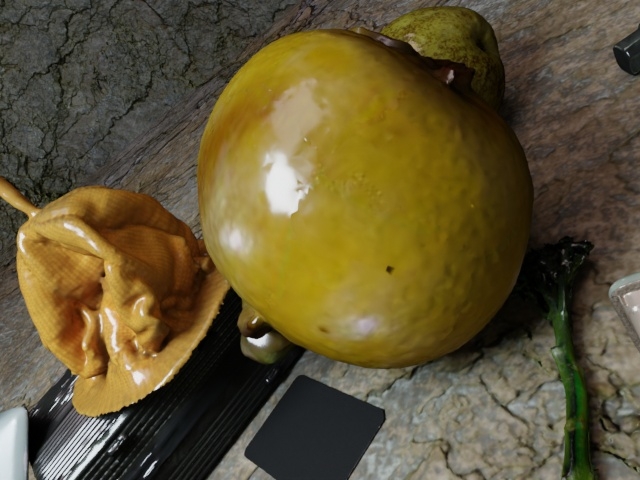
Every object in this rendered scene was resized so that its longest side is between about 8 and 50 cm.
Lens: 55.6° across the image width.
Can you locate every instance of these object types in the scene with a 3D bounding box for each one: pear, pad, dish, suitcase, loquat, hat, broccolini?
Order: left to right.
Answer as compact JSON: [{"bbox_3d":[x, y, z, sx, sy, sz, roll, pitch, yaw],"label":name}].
[{"bbox_3d":[-0.387,0.319,0.686,0.182,0.080,0.243,-26,65,51],"label":"dish"},{"bbox_3d":[-0.250,0.020,0.628,0.244,0.233,0.233,-31,32,17],"label":"hat"},{"bbox_3d":[-0.195,0.167,0.749,0.335,0.152,0.229,-50,29,-17],"label":"suitcase"},{"bbox_3d":[-0.010,0.203,0.634,0.157,0.003,0.112,7,54,54],"label":"pad"},{"bbox_3d":[0.029,-0.018,0.585,0.359,0.328,0.328,-58,25,15],"label":"loquat"},{"bbox_3d":[0.160,-0.219,0.829,0.197,0.197,0.197,-30,30,19],"label":"pear"},{"bbox_3d":[0.195,0.087,0.499,0.254,0.057,0.071,-71,-2,-47],"label":"broccolini"}]

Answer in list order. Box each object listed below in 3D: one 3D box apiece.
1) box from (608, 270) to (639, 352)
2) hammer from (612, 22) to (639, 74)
[{"bbox_3d":[0.254,0.064,0.396,0.089,0.122,0.062,-26,43,25],"label":"box"},{"bbox_3d":[0.424,-0.160,0.582,0.111,0.043,0.365,-33,31,13],"label":"hammer"}]
